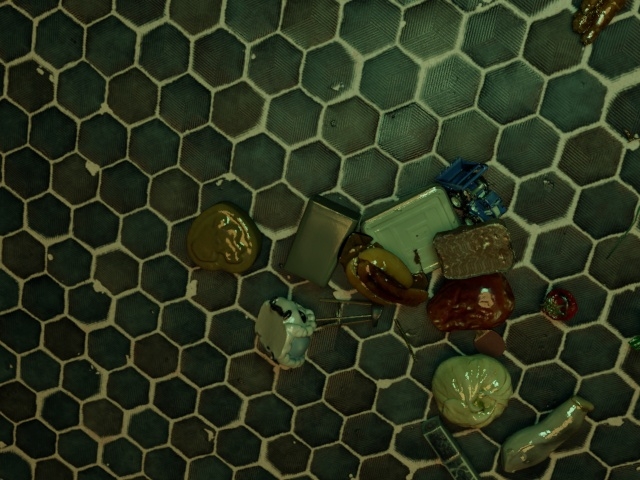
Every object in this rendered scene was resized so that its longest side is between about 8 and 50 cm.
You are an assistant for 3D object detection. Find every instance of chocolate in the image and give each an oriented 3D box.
[{"bbox_3d":[0.436,0.020,1.386,0.214,0.093,0.148,-13,107,27],"label":"chocolate"}]

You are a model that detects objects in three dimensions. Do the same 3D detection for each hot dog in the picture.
[{"bbox_3d":[0.202,0.111,1.452,0.326,0.107,0.194,21,118,-15],"label":"hot dog"}]

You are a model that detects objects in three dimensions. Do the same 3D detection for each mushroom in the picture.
[{"bbox_3d":[0.715,0.620,1.571,0.351,0.097,0.109,-41,97,10],"label":"mushroom"}]

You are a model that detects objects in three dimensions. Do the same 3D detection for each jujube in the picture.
[{"bbox_3d":[0.444,0.186,1.475,0.255,0.190,0.190,-31,96,24],"label":"jujube"}]

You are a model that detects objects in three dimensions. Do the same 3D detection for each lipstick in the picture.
[{"bbox_3d":[0.444,0.723,1.636,0.077,0.076,0.289,-33,98,11],"label":"lipstick"}]

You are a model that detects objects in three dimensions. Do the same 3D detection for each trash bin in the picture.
[{"bbox_3d":[0.000,0.000,1.523,0.164,0.122,0.240,26,106,2],"label":"trash bin"}]

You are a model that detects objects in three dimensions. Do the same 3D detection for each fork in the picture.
[{"bbox_3d":[0.903,-0.045,1.434,0.021,0.039,0.235,32,107,5],"label":"fork"}]

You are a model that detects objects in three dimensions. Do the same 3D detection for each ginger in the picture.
[{"bbox_3d":[0.736,-0.615,1.313,0.103,0.073,0.162,34,105,0],"label":"ginger"}]

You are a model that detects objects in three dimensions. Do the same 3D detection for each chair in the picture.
[{"bbox_3d":[0.101,0.239,1.577,0.222,0.104,0.095,-7,127,14],"label":"chair"}]

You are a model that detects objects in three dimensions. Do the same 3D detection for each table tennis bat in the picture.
[{"bbox_3d":[0.523,0.312,1.571,0.087,0.013,0.156,-42,95,16],"label":"table tennis bat"}]

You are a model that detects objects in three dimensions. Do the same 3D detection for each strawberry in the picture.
[{"bbox_3d":[0.724,0.193,1.482,0.106,0.106,0.106,2,102,7],"label":"strawberry"}]

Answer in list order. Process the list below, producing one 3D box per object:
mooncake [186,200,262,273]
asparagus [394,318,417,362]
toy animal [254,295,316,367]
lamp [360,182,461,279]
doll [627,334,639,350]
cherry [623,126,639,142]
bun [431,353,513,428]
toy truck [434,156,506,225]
[{"bbox_3d":[-0.307,-0.011,1.565,0.235,0.117,0.234,2,104,10],"label":"mooncake"},{"bbox_3d":[0.280,0.328,1.606,0.013,0.016,0.166,-30,96,-21],"label":"asparagus"},{"bbox_3d":[-0.102,0.288,1.570,0.156,0.208,0.204,11,104,-36],"label":"toy animal"},{"bbox_3d":[0.286,-0.011,1.475,0.267,0.047,0.269,-27,119,11],"label":"lamp"},{"bbox_3d":[1.026,0.281,1.447,0.186,0.106,0.134,16,109,-12],"label":"doll"},{"bbox_3d":[0.945,-0.352,1.338,0.226,0.090,0.107,-21,110,20],"label":"cherry"},{"bbox_3d":[0.472,0.474,1.538,0.259,0.160,0.259,2,103,10],"label":"bun"},{"bbox_3d":[0.439,-0.137,1.413,0.113,0.126,0.208,-41,95,-13],"label":"toy truck"}]
